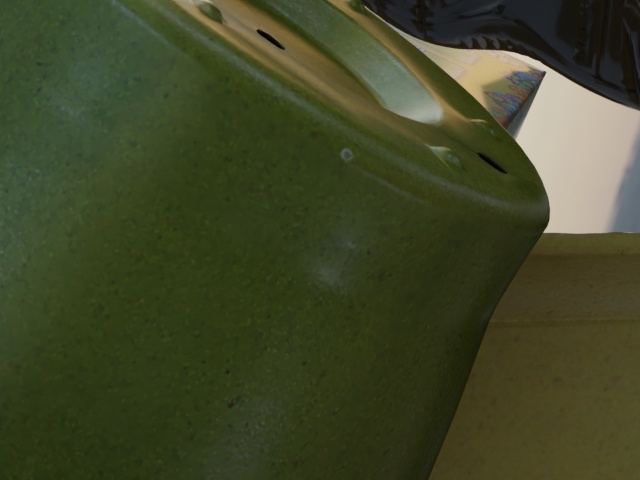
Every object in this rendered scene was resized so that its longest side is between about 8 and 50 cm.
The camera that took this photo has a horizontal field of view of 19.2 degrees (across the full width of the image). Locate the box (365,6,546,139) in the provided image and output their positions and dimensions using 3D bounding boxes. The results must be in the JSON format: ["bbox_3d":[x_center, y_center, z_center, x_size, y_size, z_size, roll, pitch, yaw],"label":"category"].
[{"bbox_3d":[0.000,0.000,1.254,0.279,0.177,0.290,-47,-20,-71],"label":"box"}]

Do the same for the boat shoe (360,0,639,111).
[{"bbox_3d":[0.119,-0.162,1.016,0.110,0.341,0.122,-22,-48,-36],"label":"boat shoe"}]

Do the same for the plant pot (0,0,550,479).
[{"bbox_3d":[-0.108,0.053,0.709,0.353,0.366,0.366,-55,-4,15],"label":"plant pot"}]

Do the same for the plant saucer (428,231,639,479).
[{"bbox_3d":[0.119,0.160,0.942,0.081,0.332,0.333,-173,83,-74],"label":"plant saucer"}]
